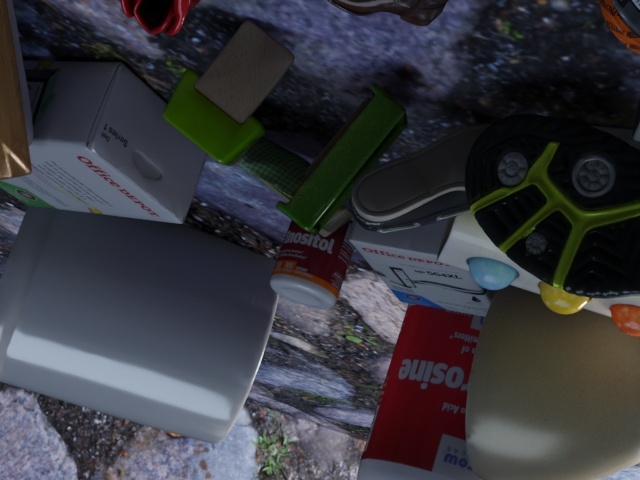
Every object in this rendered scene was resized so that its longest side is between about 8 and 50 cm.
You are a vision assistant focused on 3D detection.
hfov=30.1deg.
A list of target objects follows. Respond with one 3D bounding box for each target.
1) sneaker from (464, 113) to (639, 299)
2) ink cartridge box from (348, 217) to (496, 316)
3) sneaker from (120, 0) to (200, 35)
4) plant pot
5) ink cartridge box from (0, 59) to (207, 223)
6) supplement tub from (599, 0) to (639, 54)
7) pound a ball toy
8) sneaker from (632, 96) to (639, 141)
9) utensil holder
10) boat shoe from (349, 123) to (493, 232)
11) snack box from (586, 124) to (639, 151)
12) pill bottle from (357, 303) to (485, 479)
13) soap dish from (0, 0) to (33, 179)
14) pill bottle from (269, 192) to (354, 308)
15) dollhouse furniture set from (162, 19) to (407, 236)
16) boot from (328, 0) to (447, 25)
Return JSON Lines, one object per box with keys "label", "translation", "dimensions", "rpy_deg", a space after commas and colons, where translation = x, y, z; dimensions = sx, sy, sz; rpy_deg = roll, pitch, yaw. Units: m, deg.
{"label": "sneaker", "translation": [0.302, 0.002, 1.048], "dimensions": [0.384, 0.145, 0.147], "rpy_deg": [27, -172, 27]}
{"label": "ink cartridge box", "translation": [0.141, 0.013, 1.468], "dimensions": [0.148, 0.086, 0.203], "rpy_deg": [9, 161, 27]}
{"label": "sneaker", "translation": [-0.137, -0.216, 0.987], "dimensions": [0.087, 0.128, 0.221], "rpy_deg": [20, 161, -1]}
{"label": "plant pot", "translation": [0.317, 0.174, 1.436], "dimensions": [0.190, 0.284, 0.284], "rpy_deg": [11, 161, 27]}
{"label": "ink cartridge box", "translation": [-0.306, -0.123, 1.459], "dimensions": [0.278, 0.117, 0.201], "rpy_deg": [7, 159, 33]}
{"label": "supplement tub", "translation": [0.243, -0.186, 0.714], "dimensions": [0.117, 0.117, 0.190], "rpy_deg": [19, 163, -2]}
{"label": "pound a ball toy", "translation": [0.289, 0.033, 1.296], "dimensions": [0.319, 0.136, 0.208], "rpy_deg": [19, 162, 2]}
{"label": "sneaker", "translation": [0.314, -0.125, 0.910], "dimensions": [0.118, 0.083, 0.222], "rpy_deg": [11, 171, 10]}
{"label": "utensil holder", "translation": [-0.291, 0.111, 1.819], "dimensions": [0.385, 0.328, 0.327], "rpy_deg": [20, 163, -12]}
{"label": "boat shoe", "translation": [0.127, -0.058, 1.176], "dimensions": [0.206, 0.075, 0.065], "rpy_deg": [-17, 158, -9]}
{"label": "snack box", "translation": [0.298, -0.069, 1.141], "dimensions": [0.141, 0.037, 0.100], "rpy_deg": [9, 161, 28]}
{"label": "pill bottle", "translation": [0.186, 0.270, 1.658], "dimensions": [0.229, 0.408, 0.229], "rpy_deg": [16, 162, 5]}
{"label": "soap dish", "translation": [-0.461, -0.186, 1.280], "dimensions": [0.290, 0.118, 0.229], "rpy_deg": [14, 128, 17]}
{"label": "pill bottle", "translation": [0.000, 0.000, 1.460], "dimensions": [0.086, 0.152, 0.086], "rpy_deg": [17, 162, 6]}
{"label": "dollhouse furniture set", "translation": [-0.028, -0.120, 1.278], "dimensions": [0.197, 0.151, 0.301], "rpy_deg": [38, -179, 5]}
{"label": "boot", "translation": [0.064, -0.212, 0.949], "dimensions": [0.106, 0.037, 0.114], "rpy_deg": [9, 168, -13]}
